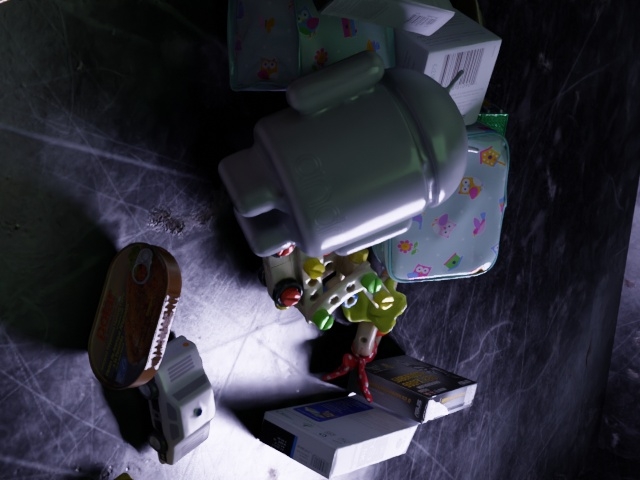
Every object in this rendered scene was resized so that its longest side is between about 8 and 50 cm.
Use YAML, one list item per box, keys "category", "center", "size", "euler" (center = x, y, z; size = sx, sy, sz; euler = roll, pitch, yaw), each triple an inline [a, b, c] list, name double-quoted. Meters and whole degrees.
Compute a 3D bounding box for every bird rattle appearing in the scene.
- category: "bird rattle"
  center: [0.104, 0.167, 1.498]
  size: [0.207, 0.143, 0.254]
  euler: [-47, 144, -57]

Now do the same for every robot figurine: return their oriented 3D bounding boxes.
- category: "robot figurine"
  center: [0.047, -0.106, 1.054]
  size: [0.353, 0.200, 0.300]
  euler: [-24, 135, -7]

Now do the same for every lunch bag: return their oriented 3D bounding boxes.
- category: "lunch bag"
  center: [0.191, -0.071, 1.317]
  size: [0.223, 0.108, 0.279]
  euler: [-6, 118, -10]
- category: "lunch bag"
  center: [-0.012, -0.342, 1.085]
  size: [0.223, 0.160, 0.263]
  euler: [-11, 102, -48]

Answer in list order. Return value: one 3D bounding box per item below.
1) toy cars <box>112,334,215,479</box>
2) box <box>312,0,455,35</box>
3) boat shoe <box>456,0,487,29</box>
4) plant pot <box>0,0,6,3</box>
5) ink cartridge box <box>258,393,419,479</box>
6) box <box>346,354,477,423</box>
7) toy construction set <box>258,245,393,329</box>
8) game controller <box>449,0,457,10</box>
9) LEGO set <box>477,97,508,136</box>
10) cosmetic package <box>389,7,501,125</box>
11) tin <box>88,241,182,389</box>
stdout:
- category: "toy cars"
  center: [-0.231, 0.337, 1.121]
  size: [0.176, 0.087, 0.394]
  euler: [33, 75, -53]
- category: "box"
  center: [0.028, -0.421, 1.006]
  size: [0.232, 0.058, 0.322]
  euler: [-8, 68, -48]
- category: "boat shoe"
  center: [0.293, -0.392, 1.487]
  size: [0.049, 0.056, 0.152]
  euler: [-11, 98, -50]
- category: "plant pot"
  center: [-0.330, -0.266, 0.641]
  size: [0.205, 0.187, 0.205]
  euler: [-27, 125, -46]
- category: "ink cartridge box"
  center: [0.052, 0.355, 1.464]
  size: [0.332, 0.165, 0.065]
  euler: [4, 101, -54]
- category: "box"
  center: [0.193, 0.301, 1.622]
  size: [0.231, 0.183, 0.056]
  euler: [3, 103, -54]
- category: "toy construction set"
  center: [0.000, 0.000, 1.250]
  size: [0.215, 0.151, 0.328]
  euler: [-22, 117, -20]
- category: "game controller"
  center: [0.210, -0.370, 1.455]
  size: [0.319, 0.067, 0.167]
  euler: [3, 102, -55]
- category: "LEGO set"
  center: [0.197, -0.149, 1.451]
  size: [0.254, 0.192, 0.332]
  euler: [-9, 118, -10]
- category: "cosmetic package"
  center: [0.150, -0.277, 1.222]
  size: [0.151, 0.184, 0.152]
  euler: [-17, 136, -30]
- category: "tin"
  center: [-0.238, 0.096, 1.003]
  size: [0.040, 0.106, 0.190]
  euler: [12, 95, -63]
